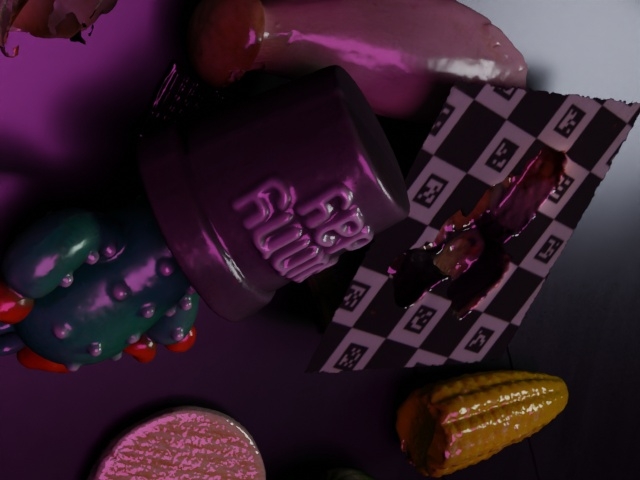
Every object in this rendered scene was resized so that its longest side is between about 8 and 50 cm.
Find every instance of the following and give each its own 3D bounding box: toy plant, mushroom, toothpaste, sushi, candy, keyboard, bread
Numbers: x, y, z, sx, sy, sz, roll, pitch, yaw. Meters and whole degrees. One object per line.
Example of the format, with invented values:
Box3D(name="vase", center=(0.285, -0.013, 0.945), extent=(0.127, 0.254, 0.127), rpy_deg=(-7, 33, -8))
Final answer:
Box3D(name="toy plant", center=(-0.130, -0.001, 1.245), extent=(0.400, 0.279, 0.185), rpy_deg=(-27, 88, 12))
Box3D(name="mushroom", center=(0.045, -0.175, 1.322), extent=(0.350, 0.128, 0.128), rpy_deg=(3, 108, -26))
Box3D(name="toothpaste", center=(0.000, 0.000, 1.403), extent=(0.078, 0.047, 0.248), rpy_deg=(-35, 133, -13))
Box3D(name="sushi", center=(0.138, -0.021, 1.442), extent=(0.320, 0.069, 0.339), rpy_deg=(-1, 125, -45))
Box3D(name="candy", center=(0.186, 0.187, 1.563), extent=(0.199, 0.094, 0.106), rpy_deg=(-14, 151, -28))
Box3D(name="keyboard", center=(-0.057, -0.083, 1.367), extent=(0.250, 0.017, 0.087), rpy_deg=(24, 97, -33))
Box3D(name="bread", center=(-0.140, 0.217, 1.435), extent=(0.193, 0.036, 0.112), rpy_deg=(6, 102, -27))

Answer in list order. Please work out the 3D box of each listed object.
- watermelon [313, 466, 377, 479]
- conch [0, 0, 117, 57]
Box3D(name="watermelon", center=(0.038, 0.360, 1.500), extent=(0.204, 0.127, 0.232), rpy_deg=(-21, 117, -55))
Box3D(name="conch", center=(-0.193, -0.267, 1.147), extent=(0.143, 0.137, 0.251), rpy_deg=(-13, 116, -24))
